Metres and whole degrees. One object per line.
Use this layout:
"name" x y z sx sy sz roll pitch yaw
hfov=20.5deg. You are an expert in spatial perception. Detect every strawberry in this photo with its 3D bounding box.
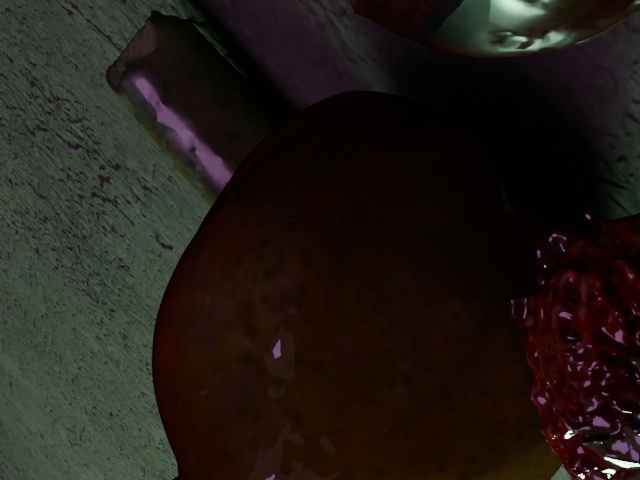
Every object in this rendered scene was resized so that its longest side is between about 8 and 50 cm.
"strawberry" 0.148 0.051 0.691 0.145 0.086 0.145 2 136 2

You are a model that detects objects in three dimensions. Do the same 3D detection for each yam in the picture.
"yam" 0.000 0.000 0.984 0.317 0.067 0.071 48 116 3

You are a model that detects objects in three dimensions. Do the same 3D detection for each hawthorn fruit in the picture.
"hawthorn fruit" 0.009 0.058 0.823 0.208 0.248 0.208 46 -177 -3

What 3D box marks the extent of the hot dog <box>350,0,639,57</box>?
"hot dog" 0.061 -0.142 0.595 0.160 0.099 0.227 49 159 2
